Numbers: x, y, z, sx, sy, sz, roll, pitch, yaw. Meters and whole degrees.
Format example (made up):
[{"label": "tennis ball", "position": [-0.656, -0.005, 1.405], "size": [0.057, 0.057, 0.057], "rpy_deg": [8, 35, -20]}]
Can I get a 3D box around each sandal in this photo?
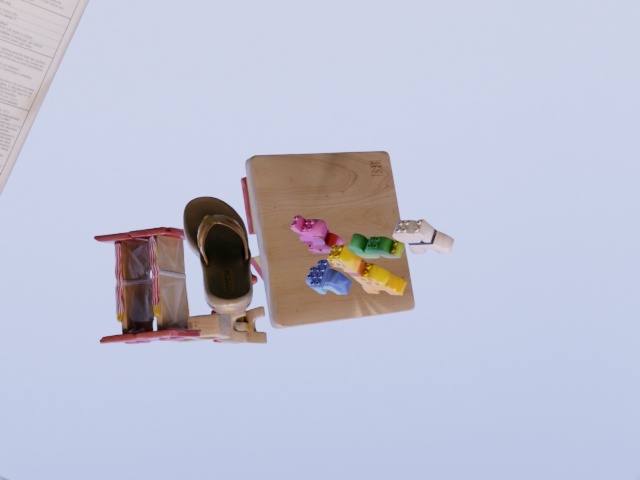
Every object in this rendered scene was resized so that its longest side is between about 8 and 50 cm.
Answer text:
[{"label": "sandal", "position": [-0.114, 0.006, 1.388], "size": [0.072, 0.049, 0.180], "rpy_deg": [-9, -135, -9]}]

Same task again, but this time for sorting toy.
[{"label": "sorting toy", "position": [0.000, 0.000, 1.864], "size": [0.257, 0.255, 0.089], "rpy_deg": [-5, 172, -36]}]

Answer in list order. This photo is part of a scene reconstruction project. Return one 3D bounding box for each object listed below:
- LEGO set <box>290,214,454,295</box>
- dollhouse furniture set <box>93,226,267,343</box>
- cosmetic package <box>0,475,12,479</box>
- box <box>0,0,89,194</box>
[{"label": "LEGO set", "position": [0.035, 0.014, 1.465], "size": [0.227, 0.093, 0.087], "rpy_deg": [-2, -119, 44]}, {"label": "dollhouse furniture set", "position": [-0.256, 0.097, 2.305], "size": [0.152, 0.201, 0.374], "rpy_deg": [-7, 171, 24]}, {"label": "cosmetic package", "position": [-0.317, 0.429, 1.515], "size": [0.453, 0.161, 0.230], "rpy_deg": [28, 173, -25]}, {"label": "box", "position": [-0.393, -0.220, 1.415], "size": [0.148, 0.311, 0.121], "rpy_deg": [19, -166, -41]}]
